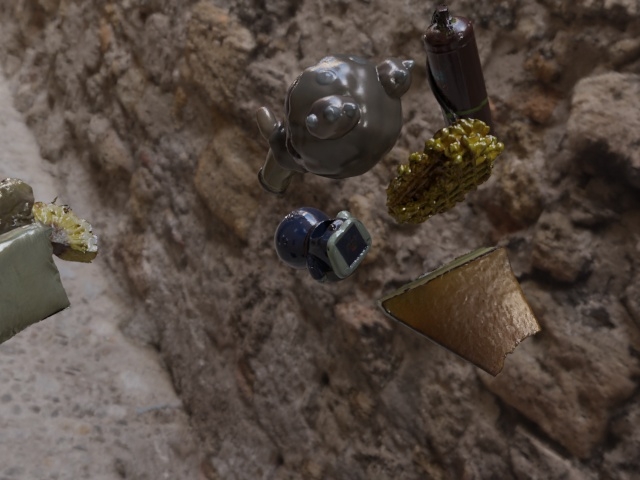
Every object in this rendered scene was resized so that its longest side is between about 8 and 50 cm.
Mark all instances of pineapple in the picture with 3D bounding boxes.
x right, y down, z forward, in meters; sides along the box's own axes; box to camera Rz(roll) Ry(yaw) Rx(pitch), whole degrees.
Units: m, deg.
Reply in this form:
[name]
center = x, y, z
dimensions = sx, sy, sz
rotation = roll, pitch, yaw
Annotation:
[pineapple]
center = -0.602, -0.029, 1.591
dimensions = 0.233, 0.079, 0.135
rotation = 14, 47, -30

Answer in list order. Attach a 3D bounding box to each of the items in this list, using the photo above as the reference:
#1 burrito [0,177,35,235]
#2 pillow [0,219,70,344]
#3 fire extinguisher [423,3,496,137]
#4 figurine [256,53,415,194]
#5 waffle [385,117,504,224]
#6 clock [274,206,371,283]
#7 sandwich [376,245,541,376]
[burrito]
center = -0.628, -0.009, 1.184
dimensions = 0.347, 0.175, 0.107
rotation = -6, 6, -32
[pillow]
center = -0.398, 0.060, 0.899
dimensions = 0.077, 0.134, 0.181
rotation = 20, 33, 32
[fire extinguisher]
center = 0.264, -0.304, 1.386
dimensions = 0.105, 0.341, 0.141
rotation = -21, 39, 5
[figurine]
center = 0.002, -0.193, 1.306
dimensions = 0.248, 0.380, 0.203
rotation = -33, 94, -34
[waffle]
center = 0.182, -0.097, 1.102
dimensions = 0.197, 0.193, 0.070
rotation = -26, 68, -24
[clock]
center = 0.000, 0.000, 1.714
dimensions = 0.243, 0.200, 0.146
rotation = 10, -37, 48
[sandwich]
center = 0.221, 0.132, 1.170
dimensions = 0.220, 0.186, 0.108
rotation = -23, -1, -7
